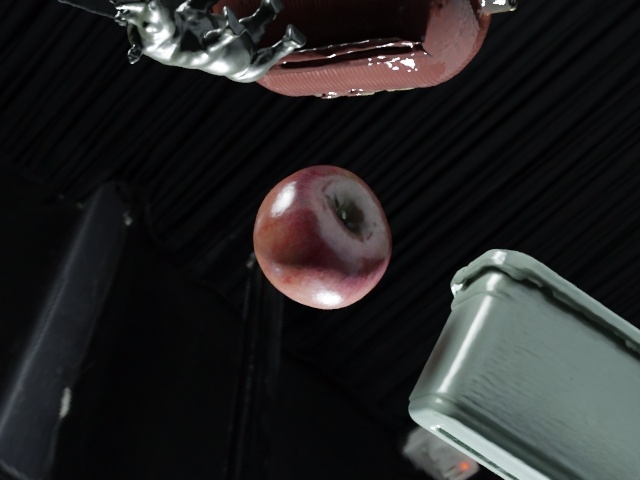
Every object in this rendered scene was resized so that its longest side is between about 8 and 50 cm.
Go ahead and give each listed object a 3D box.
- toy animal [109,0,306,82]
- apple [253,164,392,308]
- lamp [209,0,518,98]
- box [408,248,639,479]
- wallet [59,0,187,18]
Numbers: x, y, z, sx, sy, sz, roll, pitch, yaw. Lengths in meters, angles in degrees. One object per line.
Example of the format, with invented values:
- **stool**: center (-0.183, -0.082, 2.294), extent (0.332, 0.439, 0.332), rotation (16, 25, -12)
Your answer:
- **toy animal**: center (-0.076, -0.130, 0.599), extent (0.136, 0.065, 0.047), rotation (0, -117, -52)
- **apple**: center (0.000, 0.000, 1.035), extent (0.153, 0.120, 0.153), rotation (24, -129, -32)
- **lamp**: center (0.027, -0.191, 0.728), extent (0.180, 0.258, 0.180), rotation (0, -90, -66)
- **box**: center (0.251, 0.173, 1.026), extent (0.312, 0.182, 0.175), rotation (33, 162, -2)
- **wallet**: center (-0.174, -0.295, 1.030), extent (0.285, 0.146, 0.030), rotation (23, -164, 26)
